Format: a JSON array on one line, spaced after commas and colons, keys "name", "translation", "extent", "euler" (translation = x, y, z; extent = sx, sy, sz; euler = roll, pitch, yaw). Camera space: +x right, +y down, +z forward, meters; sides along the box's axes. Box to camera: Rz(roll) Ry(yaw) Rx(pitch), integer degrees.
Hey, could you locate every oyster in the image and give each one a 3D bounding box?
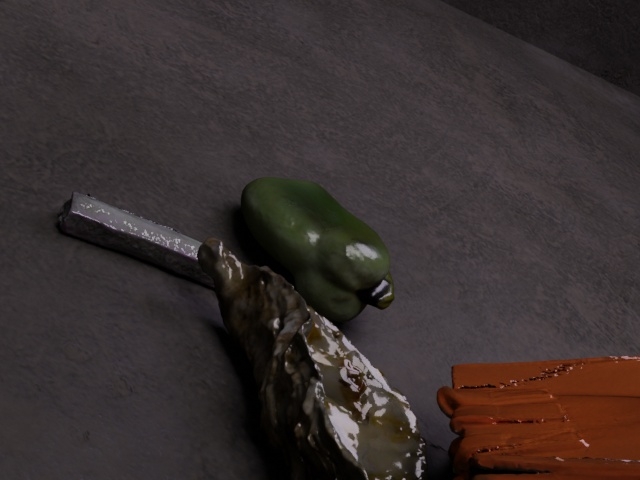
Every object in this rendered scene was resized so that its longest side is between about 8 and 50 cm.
[{"name": "oyster", "translation": [0.008, 0.161, 1.133], "extent": [0.204, 0.111, 0.396], "euler": [36, 18, -43]}]

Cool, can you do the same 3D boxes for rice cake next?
[{"name": "rice cake", "translation": [-0.167, 0.004, 1.233], "extent": [0.207, 0.036, 0.047], "euler": [22, 41, -27]}]

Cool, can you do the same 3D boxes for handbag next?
[{"name": "handbag", "translation": [0.258, 0.192, 1.072], "extent": [0.304, 0.116, 0.410], "euler": [-3, 4, 5]}]

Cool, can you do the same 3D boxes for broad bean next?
[{"name": "broad bean", "translation": [0.000, 0.000, 1.377], "extent": [0.228, 0.100, 0.169], "euler": [45, 20, 22]}]
